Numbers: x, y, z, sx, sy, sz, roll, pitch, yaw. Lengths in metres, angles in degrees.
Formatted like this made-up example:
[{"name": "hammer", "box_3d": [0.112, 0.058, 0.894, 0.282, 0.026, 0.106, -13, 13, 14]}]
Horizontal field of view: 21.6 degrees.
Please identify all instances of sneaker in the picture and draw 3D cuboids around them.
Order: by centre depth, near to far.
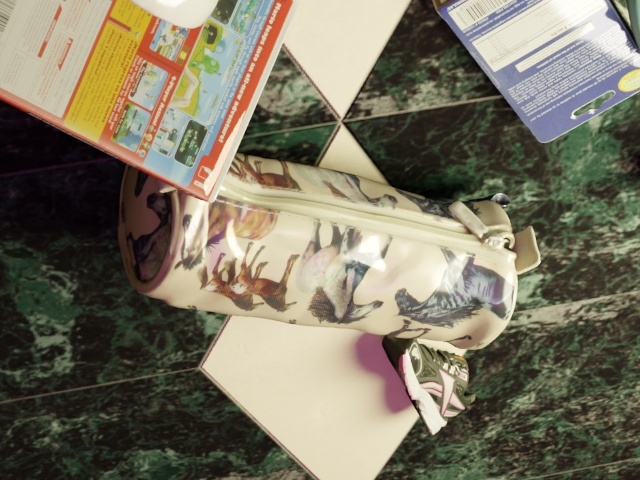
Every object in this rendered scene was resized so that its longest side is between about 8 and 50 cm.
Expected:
[{"name": "sneaker", "box_3d": [0.127, 0.146, 1.906, 0.077, 0.072, 0.178, -30, 145, -2]}]

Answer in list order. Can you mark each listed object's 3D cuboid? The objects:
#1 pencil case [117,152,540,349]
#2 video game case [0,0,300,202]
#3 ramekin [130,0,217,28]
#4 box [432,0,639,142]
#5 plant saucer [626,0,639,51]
[{"name": "pencil case", "box_3d": [0.000, 0.000, 1.634, 0.410, 0.160, 0.183, 11, 141, -26]}, {"name": "video game case", "box_3d": [-0.163, -0.178, 1.413, 0.285, 0.025, 0.204, 27, 82, -36]}, {"name": "ramekin", "box_3d": [-0.136, -0.299, 1.210, 0.135, 0.277, 0.277, -41, 132, 16]}, {"name": "box", "box_3d": [0.215, -0.193, 1.588, 0.136, 0.036, 0.225, -30, 134, 15]}, {"name": "plant saucer", "box_3d": [0.390, -0.188, 1.467, 0.044, 0.317, 0.317, -36, 148, -33]}]
